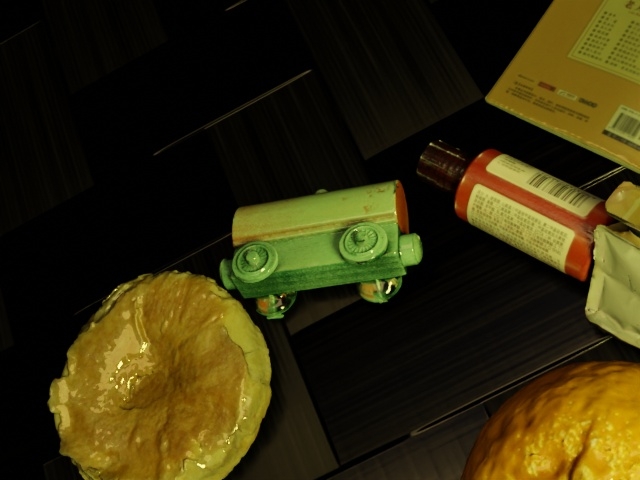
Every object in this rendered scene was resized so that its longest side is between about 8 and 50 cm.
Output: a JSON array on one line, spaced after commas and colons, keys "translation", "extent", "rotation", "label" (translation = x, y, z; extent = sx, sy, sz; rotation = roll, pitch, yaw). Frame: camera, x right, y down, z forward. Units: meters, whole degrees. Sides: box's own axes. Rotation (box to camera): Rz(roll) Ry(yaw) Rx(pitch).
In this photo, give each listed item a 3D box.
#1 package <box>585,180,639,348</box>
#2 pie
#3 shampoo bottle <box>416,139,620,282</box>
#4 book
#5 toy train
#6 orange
[{"translation": [0.467, 0.043, 1.080], "extent": [0.221, 0.165, 0.311], "rotation": [-43, 49, -14], "label": "package"}, {"translation": [-0.220, 0.197, 1.343], "extent": [0.339, 0.083, 0.339], "rotation": [-7, 63, 14], "label": "pie"}, {"translation": [0.250, -0.052, 1.277], "extent": [0.278, 0.104, 0.104], "rotation": [31, 79, 29], "label": "shampoo bottle"}, {"translation": [0.442, -0.293, 1.366], "extent": [0.269, 0.032, 0.389], "rotation": [32, 80, 28], "label": "book"}, {"translation": [0.000, 0.000, 1.351], "extent": [0.285, 0.116, 0.177], "rotation": [-10, 50, 17], "label": "toy train"}, {"translation": [0.297, 0.281, 0.981], "extent": [0.340, 0.293, 0.341], "rotation": [-16, 60, 29], "label": "orange"}]
